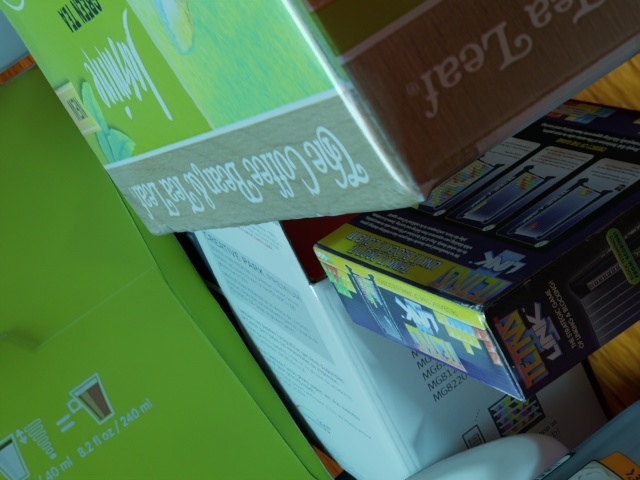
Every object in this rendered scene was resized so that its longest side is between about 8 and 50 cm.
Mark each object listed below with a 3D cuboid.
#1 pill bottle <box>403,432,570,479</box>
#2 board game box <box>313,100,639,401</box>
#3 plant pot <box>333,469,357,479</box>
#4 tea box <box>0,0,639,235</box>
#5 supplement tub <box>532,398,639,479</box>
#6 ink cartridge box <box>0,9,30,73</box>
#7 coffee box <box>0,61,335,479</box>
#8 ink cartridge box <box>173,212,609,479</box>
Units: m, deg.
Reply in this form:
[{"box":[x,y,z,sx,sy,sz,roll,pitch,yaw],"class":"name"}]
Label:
[{"box":[0.136,0.297,0.989,0.361,0.204,0.204,55,166,-6],"class":"pill bottle"},{"box":[0.094,-0.003,0.850,0.048,0.141,0.170,61,165,-20],"class":"board game box"},{"box":[0.050,0.305,1.284,0.341,0.334,0.341,51,164,20],"class":"plant pot"},{"box":[-0.021,-0.192,0.642,0.323,0.220,0.329,57,165,-7],"class":"tea box"},{"box":[0.107,0.163,0.821,0.117,0.190,0.117,49,164,19],"class":"supplement tub"},{"box":[-0.357,-0.284,1.712,0.273,0.114,0.197,38,159,46],"class":"ink cartridge box"},{"box":[-0.257,0.127,1.259,0.338,0.338,0.334,58,156,-8],"class":"coffee box"},{"box":[0.000,0.000,1.173,0.309,0.130,0.272,31,152,57],"class":"ink cartridge box"}]
